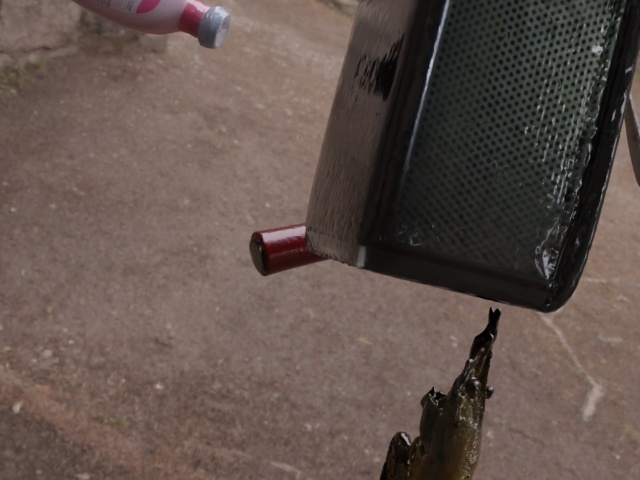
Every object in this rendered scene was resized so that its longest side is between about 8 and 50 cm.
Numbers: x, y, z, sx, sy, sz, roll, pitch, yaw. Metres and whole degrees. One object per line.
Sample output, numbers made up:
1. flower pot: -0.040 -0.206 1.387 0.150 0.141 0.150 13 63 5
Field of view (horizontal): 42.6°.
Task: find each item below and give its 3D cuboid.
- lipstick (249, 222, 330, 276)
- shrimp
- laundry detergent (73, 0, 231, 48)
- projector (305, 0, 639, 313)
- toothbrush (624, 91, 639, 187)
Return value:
1. lipstick: 0.000 0.000 1.400 0.241 0.080 0.080 -13 39 -23
2. shrimp: 0.132 0.193 0.931 0.117 0.262 0.066 8 -13 35
3. laundry detergent: -0.328 -0.466 1.543 0.335 0.159 0.088 27 -3 3
4. projector: 0.155 -0.150 0.927 0.242 0.404 0.395 14 0 -9
5. toothbrush: 0.492 -0.213 1.314 0.025 0.307 0.029 4 35 43
